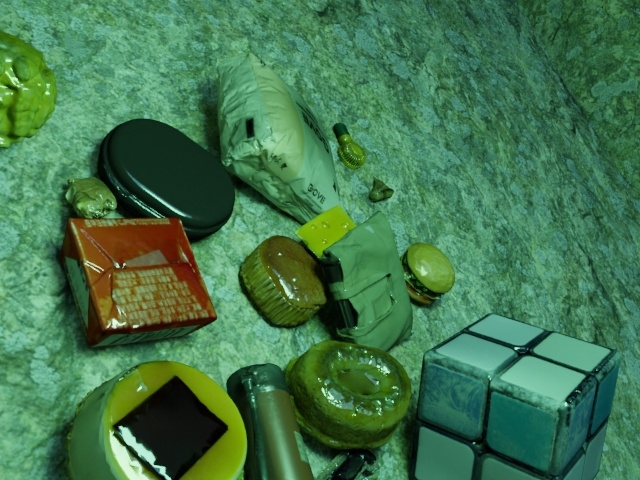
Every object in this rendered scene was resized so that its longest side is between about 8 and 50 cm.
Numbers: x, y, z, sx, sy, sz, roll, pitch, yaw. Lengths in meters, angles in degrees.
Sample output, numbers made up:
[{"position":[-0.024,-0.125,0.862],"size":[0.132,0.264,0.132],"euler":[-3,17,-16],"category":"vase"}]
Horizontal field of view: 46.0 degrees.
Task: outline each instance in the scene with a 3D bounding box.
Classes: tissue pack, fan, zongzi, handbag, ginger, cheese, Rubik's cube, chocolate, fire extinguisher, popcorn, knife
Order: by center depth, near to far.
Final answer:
[{"position":[-0.091,0.387,1.288],"size":[0.200,0.113,0.376],"euler":[32,29,-48],"category":"fire extinguisher"},{"position":[-0.614,-0.279,1.382],"size":[0.249,0.225,0.249],"euler":[23,16,-7],"category":"popcorn"},{"position":[-0.340,0.076,1.392],"size":[0.237,0.108,0.234],"euler":[-4,60,-43],"category":"chocolate"},{"position":[0.005,0.485,1.395],"size":[0.089,0.043,0.365],"euler":[45,38,13],"category":"knife"},{"position":[-0.432,-0.070,1.442],"size":[0.096,0.067,0.165],"euler":[25,14,-33],"category":"ginger"},{"position":[0.400,0.365,1.561],"size":[0.313,0.318,0.316],"euler":[16,21,35],"category":"Rubik's cube"},{"position":[-0.326,-0.125,1.595],"size":[0.308,0.093,0.253],"euler":[36,40,-12],"category":"handbag"},{"position":[0.108,0.119,1.701],"size":[0.253,0.109,0.315],"euler":[-32,114,-50],"category":"handbag"},{"position":[0.000,0.000,1.724],"size":[0.093,0.126,0.171],"euler":[49,24,6],"category":"cheese"},{"position":[-0.099,-0.239,1.839],"size":[0.375,0.195,0.390],"euler":[36,33,-49],"category":"tissue pack"},{"position":[0.154,-0.147,2.106],"size":[0.076,0.040,0.083],"euler":[-16,56,-42],"category":"zongzi"},{"position":[0.077,-0.275,2.144],"size":[0.082,0.039,0.155],"euler":[1,56,-42],"category":"fan"}]

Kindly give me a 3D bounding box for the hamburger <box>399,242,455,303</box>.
[{"position":[0.266,0.083,1.936],"size":[0.162,0.115,0.162],"euler":[27,39,-24],"category":"hamburger"}]

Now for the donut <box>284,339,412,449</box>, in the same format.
[{"position":[0.060,0.308,1.510],"size":[0.261,0.128,0.208],"euler":[8,47,-27],"category":"donut"}]

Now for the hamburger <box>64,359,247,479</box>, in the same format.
[{"position":[-0.255,0.333,1.185],"size":[0.294,0.179,0.276],"euler":[43,35,2],"category":"hamburger"}]

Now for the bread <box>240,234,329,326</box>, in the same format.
[{"position":[-0.071,0.084,1.634],"size":[0.199,0.104,0.199],"euler":[27,40,-25],"category":"bread"}]
